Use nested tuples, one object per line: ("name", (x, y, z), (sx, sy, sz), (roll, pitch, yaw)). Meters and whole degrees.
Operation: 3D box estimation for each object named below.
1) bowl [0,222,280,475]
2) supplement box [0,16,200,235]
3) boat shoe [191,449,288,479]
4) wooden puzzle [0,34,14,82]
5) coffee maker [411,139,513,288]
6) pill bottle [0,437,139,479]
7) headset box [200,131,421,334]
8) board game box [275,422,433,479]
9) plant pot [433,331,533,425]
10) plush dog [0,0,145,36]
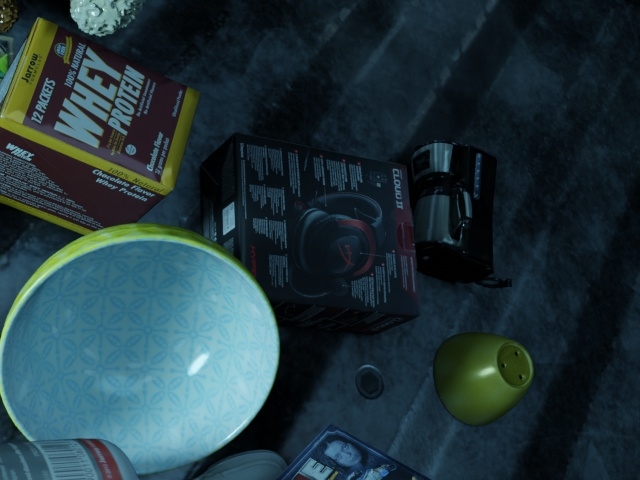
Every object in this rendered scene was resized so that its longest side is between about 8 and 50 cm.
("bowl", (-0.198, 0.093, 1.070), (0.290, 0.289, 0.156), (22, 18, -24))
("supplement box", (-0.271, -0.113, 1.102), (0.191, 0.194, 0.129), (23, 61, -23))
("boat shoe", (-0.131, 0.306, 1.091), (0.268, 0.088, 0.096), (-17, 81, -36))
("wooden puzzle", (-0.398, -0.219, 1.175), (0.116, 0.014, 0.078), (-3, 73, -33))
("coffee maker", (0.200, -0.036, 1.439), (0.171, 0.120, 0.178), (36, 54, -45))
("pill bottle", (-0.354, 0.288, 0.873), (0.363, 0.210, 0.210), (4, 69, -33))
("headset box", (0.000, 0.000, 1.283), (0.293, 0.110, 0.218), (7, 68, -30))
("board game box", (0.000, 0.321, 1.052), (0.243, 0.165, 0.042), (-42, 140, -34))
("plant pot", (0.239, 0.184, 1.373), (0.134, 0.095, 0.134), (12, 65, -28))
("plush dog", (-0.351, -0.381, 1.182), (0.226, 0.210, 0.262), (-17, 78, -9))
